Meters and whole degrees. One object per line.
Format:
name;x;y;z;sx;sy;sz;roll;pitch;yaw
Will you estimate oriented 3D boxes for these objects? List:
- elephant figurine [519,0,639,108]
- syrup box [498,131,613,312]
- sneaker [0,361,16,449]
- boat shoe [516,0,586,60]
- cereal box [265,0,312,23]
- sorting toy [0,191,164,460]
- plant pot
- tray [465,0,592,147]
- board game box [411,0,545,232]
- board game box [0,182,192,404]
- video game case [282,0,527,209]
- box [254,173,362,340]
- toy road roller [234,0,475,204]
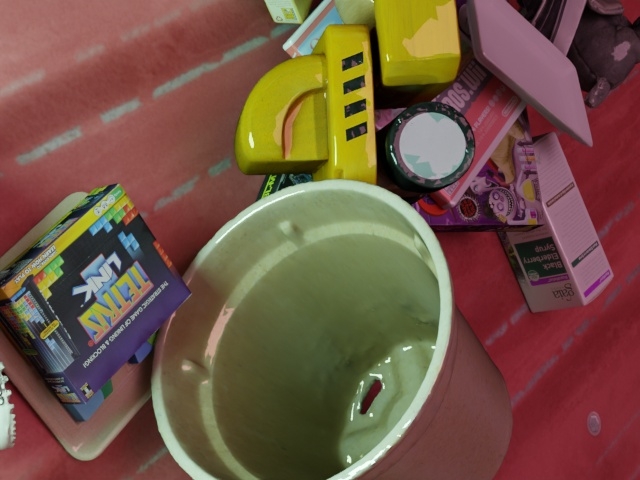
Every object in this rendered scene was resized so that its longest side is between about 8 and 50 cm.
elephant figurine;0.386;-0.347;1.775;0.169;0.186;0.239;-38;99;4
syrup box;0.315;-0.023;1.656;0.096;0.093;0.236;-33;103;-42
sneaker;-0.370;0.058;1.008;0.146;0.102;0.293;-16;84;-26
boat shoe;0.319;-0.344;1.623;0.102;0.301;0.108;20;43;9
cereal box;-0.045;-0.394;1.364;0.240;0.047;0.173;63;40;-57
sorting toy;-0.233;0.082;1.168;0.208;0.038;0.193;55;51;-19
plant pot;0.048;0.152;1.233;0.305;0.334;0.333;41;55;-49
tray;0.265;-0.227;1.519;0.270;0.030;0.145;29;44;-42
board game box;0.174;-0.181;1.523;0.208;0.056;0.346;-3;78;-25
board game box;-0.221;0.050;1.129;0.170;0.048;0.141;-49;117;-37
video game case;0.112;-0.204;1.456;0.285;0.025;0.204;44;61;-11
box;0.000;0.000;1.397;0.191;0.045;0.184;37;55;-30
toy road roller;0.024;-0.179;1.287;0.241;0.202;0.329;-2;86;-9
